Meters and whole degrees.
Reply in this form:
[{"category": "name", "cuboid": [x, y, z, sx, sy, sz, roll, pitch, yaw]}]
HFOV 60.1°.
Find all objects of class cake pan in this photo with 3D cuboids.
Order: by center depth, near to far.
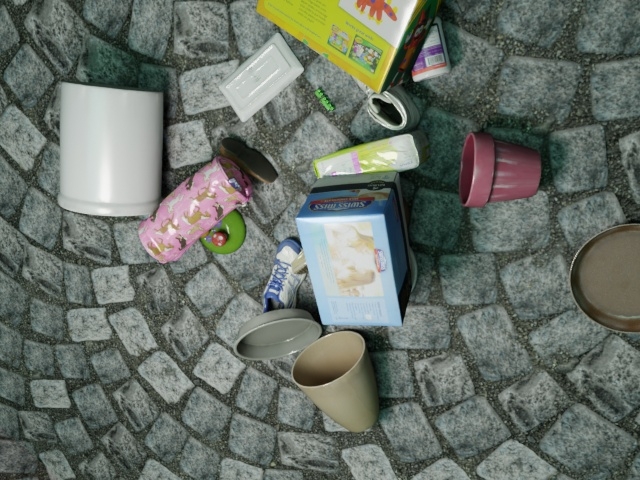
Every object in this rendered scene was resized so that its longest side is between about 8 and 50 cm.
[{"category": "cake pan", "cuboid": [-0.142, 0.307, 1.811, 0.293, 0.293, 0.054, -34, 55, 24]}]

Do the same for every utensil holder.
[{"category": "utensil holder", "cuboid": [-0.670, -0.302, 1.791, 0.328, 0.328, 0.385, 12, 106, 16]}]

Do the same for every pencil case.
[{"category": "pencil case", "cuboid": [-0.399, -0.094, 1.751, 0.386, 0.160, 0.167, -37, 49, 14]}]

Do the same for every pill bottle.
[{"category": "pill bottle", "cuboid": [0.282, -0.538, 1.494, 0.108, 0.108, 0.193, -11, 100, 22]}]

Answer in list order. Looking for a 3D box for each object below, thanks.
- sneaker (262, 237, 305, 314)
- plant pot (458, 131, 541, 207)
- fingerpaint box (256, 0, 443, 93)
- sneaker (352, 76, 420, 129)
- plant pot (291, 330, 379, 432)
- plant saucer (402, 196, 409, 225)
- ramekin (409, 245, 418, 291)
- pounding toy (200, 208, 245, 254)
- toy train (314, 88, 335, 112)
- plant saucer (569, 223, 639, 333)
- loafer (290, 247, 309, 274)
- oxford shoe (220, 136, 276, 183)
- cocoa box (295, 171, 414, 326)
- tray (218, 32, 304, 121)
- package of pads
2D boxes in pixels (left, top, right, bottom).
[{"category": "sneaker", "cuboid": [-0.122, 0.143, 1.816, 0.112, 0.131, 0.296, 14, 107, 18]}, {"category": "plant pot", "cuboid": [0.481, -0.185, 1.485, 0.181, 0.201, 0.201, 5, 107, 3]}, {"category": "fingerpaint box", "cuboid": [0.083, -0.659, 1.401, 0.445, 0.163, 0.371, 38, 135, 17]}, {"category": "sneaker", "cuboid": [0.159, -0.428, 1.537, 0.108, 0.169, 0.292, -42, 87, 26]}, {"category": "plant pot", "cuboid": [0.080, 0.480, 1.794, 0.257, 0.256, 0.273, -17, 115, 23]}, {"category": "plant saucer", "cuboid": [0.163, -0.080, 1.640, 0.199, 0.036, 0.198, -7, 63, 13]}, {"category": "ramekin", "cuboid": [0.157, 0.103, 1.705, 0.273, 0.127, 0.272, 5, 105, 18]}, {"category": "pounding toy", "cuboid": [-0.362, -0.055, 1.859, 0.183, 0.110, 0.236, -9, 102, 22]}, {"category": "toy train", "cuboid": [0.013, -0.423, 1.673, 0.024, 0.017, 0.083, -36, 90, 34]}, {"category": "plant saucer", "cuboid": [0.842, 0.101, 1.500, 0.311, 0.050, 0.310, 5, 105, 18]}, {"category": "loafer", "cuboid": [0.000, 0.000, 1.752, 0.268, 0.102, 0.092, -45, 66, 10]}, {"category": "oxford shoe", "cuboid": [-0.234, -0.248, 1.794, 0.212, 0.076, 0.076, 37, 143, 5]}, {"category": "cocoa box", "cuboid": [0.104, 0.027, 1.459, 0.232, 0.228, 0.346, -2, 122, 20]}, {"category": "tray", "cuboid": [-0.193, -0.504, 1.719, 0.270, 0.030, 0.145, -34, 90, 24]}, {"category": "package of pads", "cuboid": [0.148, -0.231, 1.561, 0.297, 0.229, 0.101, -13, 100, 22]}]
